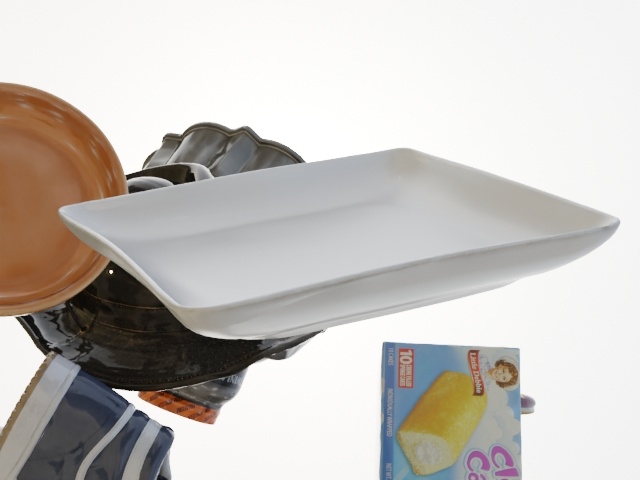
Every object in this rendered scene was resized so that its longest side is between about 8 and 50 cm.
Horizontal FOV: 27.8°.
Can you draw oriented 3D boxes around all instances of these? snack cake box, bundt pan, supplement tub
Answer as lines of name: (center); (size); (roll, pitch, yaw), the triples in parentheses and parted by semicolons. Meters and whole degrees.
snack cake box: (0.134, 0.246, 1.369); (0.089, 0.152, 0.264); (96, -4, -70)
bundt pan: (-0.120, 0.024, 1.620); (0.330, 0.124, 0.331); (18, -49, 21)
supplement tub: (-0.123, 0.096, 1.406); (0.117, 0.117, 0.190); (17, -95, 47)

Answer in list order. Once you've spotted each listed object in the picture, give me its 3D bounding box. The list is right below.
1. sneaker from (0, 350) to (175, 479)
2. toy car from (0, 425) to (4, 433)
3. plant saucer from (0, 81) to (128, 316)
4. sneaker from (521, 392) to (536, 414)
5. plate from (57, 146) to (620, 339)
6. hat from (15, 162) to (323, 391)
sneaker: (-0.227, 0.246, 1.112); (0.153, 0.099, 0.282); (28, -71, -5)
toy car: (-0.420, 0.333, 1.712); (0.238, 0.219, 0.210); (38, -35, 37)
plant saucer: (-0.255, -0.031, 1.036); (0.200, 0.200, 0.037); (60, -23, 12)
sneaker: (0.244, 0.213, 1.872); (0.069, 0.185, 0.084); (-17, -108, 44)
plate: (0.000, 0.000, 0.822); (0.278, 0.277, 0.045); (-153, -124, -62)
hat: (-0.142, 0.002, 1.221); (0.331, 0.331, 0.134); (26, -55, 43)
